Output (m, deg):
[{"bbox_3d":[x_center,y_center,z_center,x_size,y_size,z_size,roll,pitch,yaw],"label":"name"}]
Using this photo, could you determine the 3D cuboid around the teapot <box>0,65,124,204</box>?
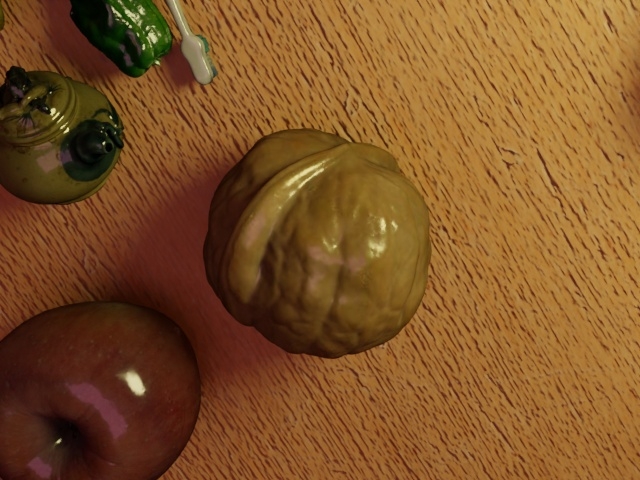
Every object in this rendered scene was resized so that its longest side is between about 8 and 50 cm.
[{"bbox_3d":[-0.356,-0.148,1.278,0.269,0.173,0.182,26,157,25],"label":"teapot"}]

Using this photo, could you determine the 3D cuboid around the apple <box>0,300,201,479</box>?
[{"bbox_3d":[-0.315,0.216,1.396,0.306,0.235,0.305,3,111,8],"label":"apple"}]

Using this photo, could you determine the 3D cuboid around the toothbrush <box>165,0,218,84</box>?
[{"bbox_3d":[-0.217,-0.388,1.246,0.042,0.040,0.417,-16,109,19],"label":"toothbrush"}]

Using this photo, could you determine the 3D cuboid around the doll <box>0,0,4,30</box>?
[{"bbox_3d":[-0.420,-0.333,1.228,0.097,0.209,0.137,-37,83,-17],"label":"doll"}]

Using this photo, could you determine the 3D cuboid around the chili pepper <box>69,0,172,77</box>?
[{"bbox_3d":[-0.290,-0.311,1.266,0.253,0.083,0.099,41,120,-7],"label":"chili pepper"}]

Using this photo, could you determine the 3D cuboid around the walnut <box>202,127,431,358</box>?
[{"bbox_3d":[0.000,0.000,1.262,0.296,0.285,0.285,38,117,32],"label":"walnut"}]
